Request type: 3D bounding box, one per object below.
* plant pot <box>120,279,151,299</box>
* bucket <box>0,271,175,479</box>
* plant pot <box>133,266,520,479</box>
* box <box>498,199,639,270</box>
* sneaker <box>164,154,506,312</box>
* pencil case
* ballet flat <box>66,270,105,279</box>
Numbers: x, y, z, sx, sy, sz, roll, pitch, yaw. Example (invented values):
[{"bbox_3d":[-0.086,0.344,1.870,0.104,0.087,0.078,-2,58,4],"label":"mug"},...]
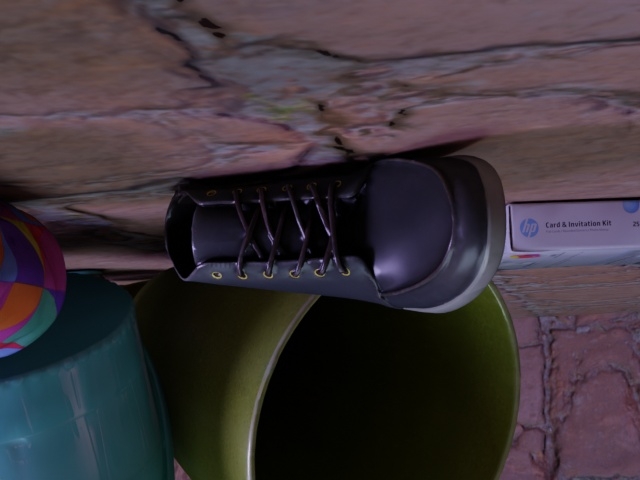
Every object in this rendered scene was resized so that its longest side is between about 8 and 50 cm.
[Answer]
[{"bbox_3d":[-0.187,0.108,1.286,0.134,0.095,0.134,-12,-163,4],"label":"plant pot"},{"bbox_3d":[-0.244,0.144,0.914,0.281,0.183,0.281,-3,-163,1],"label":"bucket"},{"bbox_3d":[-0.034,0.113,1.039,0.274,0.275,0.293,3,-173,-40],"label":"plant pot"},{"bbox_3d":[0.219,-0.003,0.936,0.186,0.038,0.145,-3,173,-3],"label":"box"},{"bbox_3d":[0.000,0.000,0.676,0.118,0.083,0.222,1,173,-28],"label":"sneaker"},{"bbox_3d":[-0.223,0.014,0.655,0.104,0.104,0.236,-4,173,13],"label":"pencil case"},{"bbox_3d":[-0.306,0.068,1.215,0.206,0.067,0.073,-4,174,14],"label":"ballet flat"}]
